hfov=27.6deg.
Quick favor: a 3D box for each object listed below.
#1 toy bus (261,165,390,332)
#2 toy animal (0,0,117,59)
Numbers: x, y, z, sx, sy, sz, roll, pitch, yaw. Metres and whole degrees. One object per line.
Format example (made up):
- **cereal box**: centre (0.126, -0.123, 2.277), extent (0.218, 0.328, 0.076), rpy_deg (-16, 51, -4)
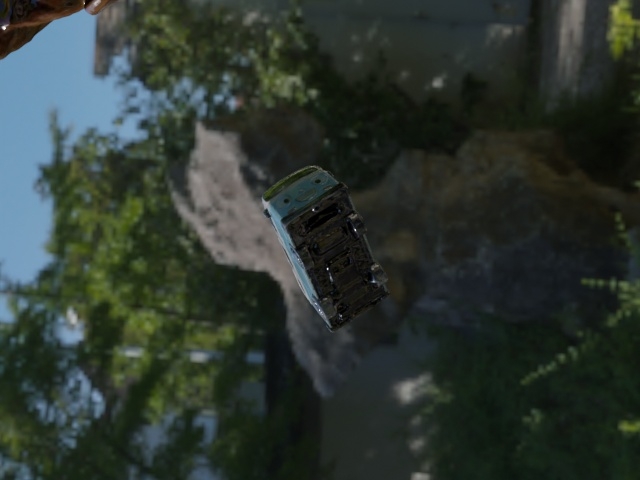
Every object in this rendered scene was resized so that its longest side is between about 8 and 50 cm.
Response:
- **toy bus**: centre (0.000, 0.000, 0.983), extent (0.075, 0.060, 0.123), rpy_deg (47, 166, 46)
- **toy animal**: centre (-0.111, -0.170, 0.667), extent (0.188, 0.089, 0.179), rpy_deg (-53, 9, -17)
